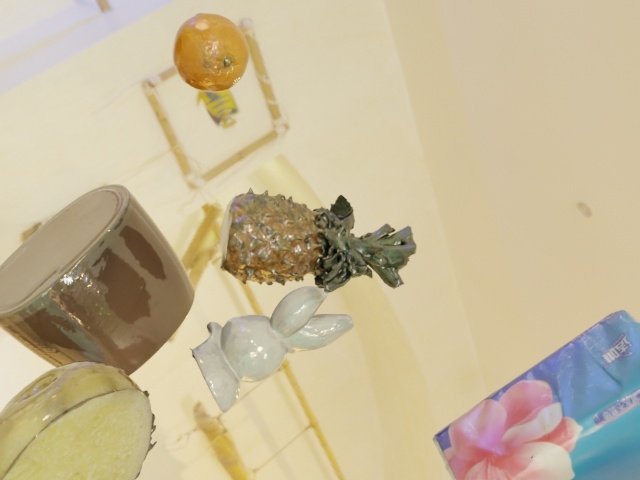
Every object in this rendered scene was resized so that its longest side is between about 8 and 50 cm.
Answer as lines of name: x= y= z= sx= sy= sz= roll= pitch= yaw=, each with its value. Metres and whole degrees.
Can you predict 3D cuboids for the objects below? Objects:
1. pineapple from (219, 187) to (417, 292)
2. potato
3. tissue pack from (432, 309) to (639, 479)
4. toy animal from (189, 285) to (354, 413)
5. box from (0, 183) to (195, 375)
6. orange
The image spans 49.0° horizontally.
pineapple: x=0.000 y=0.000 z=1.106 sx=0.141 sy=0.309 sz=0.170 roll=124 pitch=-32 yaw=-56
potato: x=-0.228 y=0.184 z=0.601 sx=0.081 sy=0.164 sz=0.201 roll=38 pitch=-63 yaw=29
tissue pack: x=0.295 y=0.234 z=0.802 sx=0.209 sy=0.269 sz=0.137 roll=51 pitch=7 yaw=-37
toy animal: x=-0.072 y=0.135 z=0.997 sx=0.104 sy=0.220 sz=0.131 roll=61 pitch=-8 yaw=-20
box: x=-0.365 y=0.082 z=1.141 sx=0.301 sy=0.301 sz=0.216 roll=21 pitch=-30 yaw=57
orange: x=-0.116 y=-0.197 z=0.740 sx=0.083 sy=0.083 sz=0.084 roll=45 pitch=-21 yaw=23
